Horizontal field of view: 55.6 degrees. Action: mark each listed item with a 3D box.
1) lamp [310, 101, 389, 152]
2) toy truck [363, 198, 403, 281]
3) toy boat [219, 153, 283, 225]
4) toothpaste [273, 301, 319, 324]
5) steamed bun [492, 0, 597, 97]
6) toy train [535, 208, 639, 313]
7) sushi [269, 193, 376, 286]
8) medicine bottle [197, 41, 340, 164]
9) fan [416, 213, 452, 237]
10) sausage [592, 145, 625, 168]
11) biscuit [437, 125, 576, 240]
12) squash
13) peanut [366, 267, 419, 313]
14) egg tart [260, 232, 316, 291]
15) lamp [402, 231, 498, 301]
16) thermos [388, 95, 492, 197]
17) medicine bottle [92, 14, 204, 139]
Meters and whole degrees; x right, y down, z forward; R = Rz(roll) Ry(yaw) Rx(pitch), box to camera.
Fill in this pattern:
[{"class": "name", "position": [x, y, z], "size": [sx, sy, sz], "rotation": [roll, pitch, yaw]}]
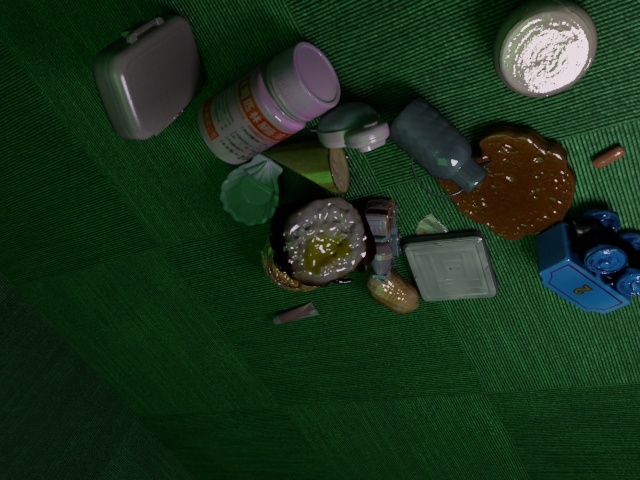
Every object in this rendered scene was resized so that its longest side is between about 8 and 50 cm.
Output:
[{"class": "lamp", "position": [0.087, -0.317, 1.661], "size": [0.246, 0.179, 0.108], "rotation": [32, 147, 53]}, {"class": "toy truck", "position": [0.197, 0.001, 1.964], "size": [0.108, 0.140, 0.256], "rotation": [4, 130, 20]}, {"class": "toy boat", "position": [-0.214, -0.177, 2.010], "size": [0.199, 0.100, 0.290], "rotation": [32, 134, -7]}, {"class": "toothpaste", "position": [-0.100, 0.292, 2.406], "size": [0.195, 0.043, 0.067], "rotation": [-19, 118, 27]}, {"class": "steamed bun", "position": [0.523, -0.461, 1.435], "size": [0.232, 0.145, 0.231], "rotation": [5, 125, 7]}, {"class": "toy train", "position": [0.776, 0.063, 1.733], "size": [0.300, 0.188, 0.265], "rotation": [30, 138, -22]}, {"class": "sushi", "position": [0.000, -0.001, 1.886], "size": [0.300, 0.281, 0.294], "rotation": [3, 180, -14]}, {"class": "medicine bottle", "position": [-0.149, -0.383, 1.726], "size": [0.388, 0.219, 0.219], "rotation": [-21, 118, 34]}, {"class": "fan", "position": [0.383, 0.011, 1.988], "size": [0.131, 0.009, 0.240], "rotation": [-12, 124, 32]}, {"class": "sausage", "position": [0.766, -0.222, 1.614], "size": [0.034, 0.034, 0.083], "rotation": [43, 130, -16]}, {"class": "biscuit", "position": [0.528, -0.163, 1.738], "size": [0.381, 0.074, 0.359], "rotation": [20, 132, 9]}, {"class": "squash", "position": [-0.056, -0.210, 1.858], "size": [0.261, 0.189, 0.189], "rotation": [-7, 125, 21]}, {"class": "peanut", "position": [0.250, 0.175, 2.104], "size": [0.224, 0.129, 0.129], "rotation": [40, 132, -15]}, {"class": "egg tart", "position": [-0.069, 0.039, 2.114], "size": [0.291, 0.107, 0.290], "rotation": [0, 111, 0]}, {"class": "lamp", "position": [0.430, 0.091, 1.999], "size": [0.267, 0.047, 0.269], "rotation": [-8, 127, 26]}, {"class": "thermos", "position": [0.312, -0.237, 1.644], "size": [0.182, 0.145, 0.286], "rotation": [-44, 81, 2]}, {"class": "medicine bottle", "position": [-0.466, -0.458, 1.685], "size": [0.123, 0.375, 0.282], "rotation": [8, 130, 20]}]
